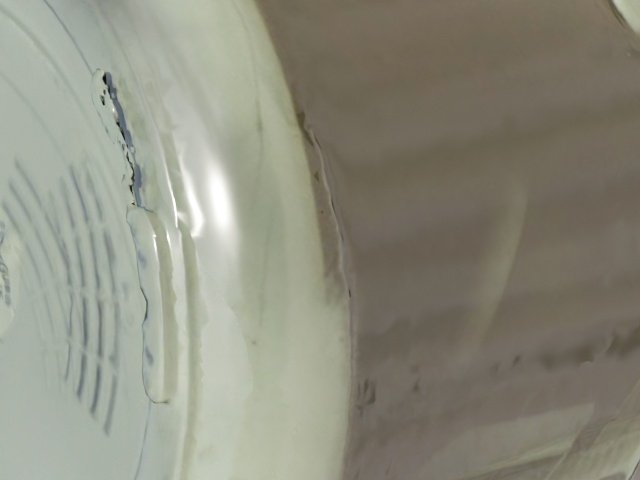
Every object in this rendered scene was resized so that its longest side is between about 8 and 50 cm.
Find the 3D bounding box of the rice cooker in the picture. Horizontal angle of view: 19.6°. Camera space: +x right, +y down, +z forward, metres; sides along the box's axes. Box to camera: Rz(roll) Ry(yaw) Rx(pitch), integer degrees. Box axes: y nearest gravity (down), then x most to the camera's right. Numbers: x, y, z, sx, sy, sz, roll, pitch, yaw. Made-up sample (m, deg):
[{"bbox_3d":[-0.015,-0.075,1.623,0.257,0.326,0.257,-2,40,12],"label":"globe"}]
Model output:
[{"bbox_3d":[0.000,0.000,0.724,0.335,0.325,0.335,13,107,49],"label":"rice cooker"}]
